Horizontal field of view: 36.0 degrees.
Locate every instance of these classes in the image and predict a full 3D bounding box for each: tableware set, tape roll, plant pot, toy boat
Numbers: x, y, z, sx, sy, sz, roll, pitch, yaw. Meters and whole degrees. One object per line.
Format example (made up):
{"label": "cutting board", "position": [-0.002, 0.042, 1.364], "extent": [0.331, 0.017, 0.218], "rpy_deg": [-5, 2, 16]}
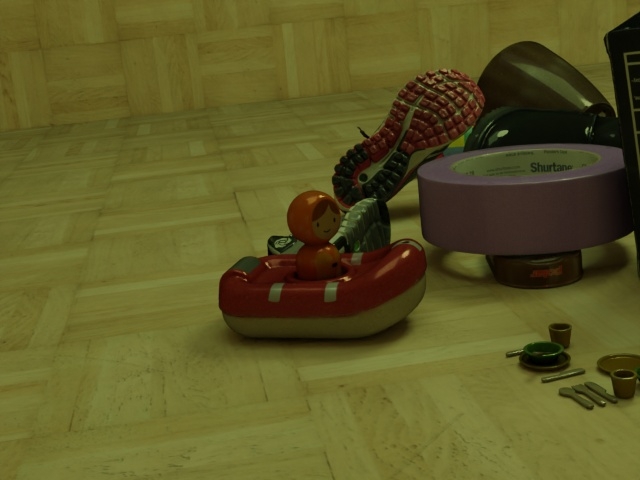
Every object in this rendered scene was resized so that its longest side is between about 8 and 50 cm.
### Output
{"label": "tableware set", "position": [0.246, 0.107, 0.901], "extent": [0.104, 0.024, 0.154], "rpy_deg": [-10, 15, -16]}
{"label": "tape roll", "position": [0.264, -0.059, 1.267], "extent": [0.275, 0.090, 0.275], "rpy_deg": [-6, 14, 2]}
{"label": "plant pot", "position": [0.449, -0.249, 1.895], "extent": [0.215, 0.215, 0.230], "rpy_deg": [-13, 31, -26]}
{"label": "toy boat", "position": [0.000, 0.019, 1.079], "extent": [0.231, 0.151, 0.151], "rpy_deg": [-2, 15, 16]}

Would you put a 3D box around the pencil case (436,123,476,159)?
{"label": "pencil case", "position": [0.277, -0.177, 1.838], "extent": [0.236, 0.104, 0.104], "rpy_deg": [-1, 15, 12]}

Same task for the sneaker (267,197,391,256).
{"label": "sneaker", "position": [0.000, 0.000, 1.294], "extent": [0.132, 0.086, 0.228], "rpy_deg": [-1, 16, 26]}

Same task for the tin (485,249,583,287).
{"label": "tin", "position": [0.262, 0.016, 1.227], "extent": [0.106, 0.040, 0.190], "rpy_deg": [-9, 14, 3]}

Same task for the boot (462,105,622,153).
{"label": "boot", "position": [0.493, -0.125, 1.506], "extent": [0.445, 0.146, 0.367], "rpy_deg": [14, 26, 41]}

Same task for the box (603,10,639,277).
{"label": "box", "position": [0.496, -0.119, 1.075], "extent": [0.296, 0.294, 0.183], "rpy_deg": [0, 21, 35]}

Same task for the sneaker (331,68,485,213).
{"label": "sneaker", "position": [0.131, -0.158, 1.564], "extent": [0.299, 0.121, 0.112], "rpy_deg": [-40, -9, -8]}
